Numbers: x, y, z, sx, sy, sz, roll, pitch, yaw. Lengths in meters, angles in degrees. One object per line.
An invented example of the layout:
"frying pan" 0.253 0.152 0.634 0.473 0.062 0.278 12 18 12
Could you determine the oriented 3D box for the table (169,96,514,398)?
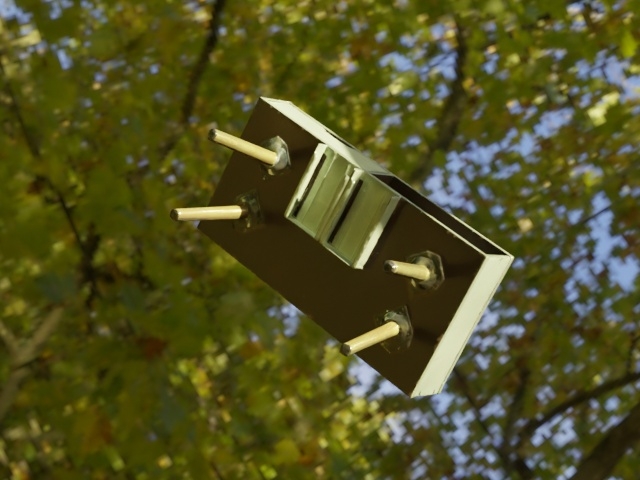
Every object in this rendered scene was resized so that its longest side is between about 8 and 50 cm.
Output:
"table" 0.000 0.000 1.077 0.240 0.111 0.121 37 -71 32
